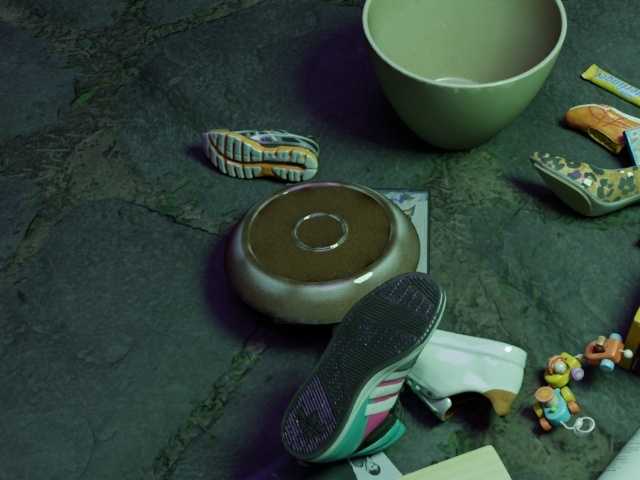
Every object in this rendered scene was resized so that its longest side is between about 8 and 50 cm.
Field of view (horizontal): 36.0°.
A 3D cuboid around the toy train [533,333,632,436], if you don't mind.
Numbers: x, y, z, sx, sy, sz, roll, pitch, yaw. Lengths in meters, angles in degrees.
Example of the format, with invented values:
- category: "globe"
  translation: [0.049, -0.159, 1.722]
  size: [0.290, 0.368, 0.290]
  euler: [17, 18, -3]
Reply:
- category: "toy train"
  translation: [0.363, 0.196, 1.403]
  size: [0.125, 0.046, 0.166]
  euler: [-8, 42, 50]

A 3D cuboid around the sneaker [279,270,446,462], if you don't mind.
- category: "sneaker"
  translation: [0.082, 0.185, 1.346]
  size: [0.124, 0.178, 0.295]
  euler: [40, 90, 27]

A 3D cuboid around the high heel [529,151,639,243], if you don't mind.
- category: "high heel"
  translation: [0.490, -0.123, 1.623]
  size: [0.261, 0.093, 0.186]
  euler: [32, 77, 7]

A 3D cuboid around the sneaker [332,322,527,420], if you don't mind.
- category: "sneaker"
  translation: [0.142, 0.188, 1.423]
  size: [0.290, 0.106, 0.123]
  euler: [9, 77, 23]

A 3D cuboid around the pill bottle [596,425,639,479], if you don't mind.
- category: "pill bottle"
  translation: [0.469, 0.299, 1.305]
  size: [0.131, 0.131, 0.229]
  euler: [36, 63, 26]

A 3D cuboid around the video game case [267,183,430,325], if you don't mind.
- category: "video game case"
  translation: [0.052, 0.021, 1.589]
  size: [0.248, 0.035, 0.275]
  euler: [2, 51, 5]

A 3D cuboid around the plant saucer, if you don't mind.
- category: "plant saucer"
  translation: [0.000, 0.000, 1.533]
  size: [0.310, 0.050, 0.311]
  euler: [-4, 44, 3]

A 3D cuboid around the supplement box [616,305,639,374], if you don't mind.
- category: "supplement box"
  translation: [0.568, 0.121, 1.435]
  size: [0.194, 0.129, 0.191]
  euler: [24, 58, 20]

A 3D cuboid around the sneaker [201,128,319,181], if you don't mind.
- category: "sneaker"
  translation: [-0.102, -0.158, 1.717]
  size: [0.214, 0.084, 0.083]
  euler: [13, 41, 8]

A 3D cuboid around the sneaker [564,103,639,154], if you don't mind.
- category: "sneaker"
  translation: [0.508, -0.189, 1.715]
  size: [0.175, 0.064, 0.067]
  euler: [20, 64, 20]

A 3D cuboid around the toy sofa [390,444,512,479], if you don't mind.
- category: "toy sofa"
  translation: [0.154, 0.407, 1.096]
  size: [0.150, 0.362, 0.177]
  euler: [-17, 48, -10]

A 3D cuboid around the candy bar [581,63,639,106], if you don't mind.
- category: "candy bar"
  translation: [0.557, -0.276, 1.805]
  size: [0.161, 0.018, 0.040]
  euler: [35, 62, 26]

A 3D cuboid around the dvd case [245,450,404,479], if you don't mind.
- category: "dvd case"
  translation: [0.037, 0.366, 1.339]
  size: [0.179, 0.029, 0.239]
  euler: [-31, 58, -20]

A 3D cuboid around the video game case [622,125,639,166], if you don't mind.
- category: "video game case"
  translation: [0.608, -0.151, 1.675]
  size: [0.166, 0.015, 0.119]
  euler: [-16, 84, -9]

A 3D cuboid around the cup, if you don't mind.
- category: "cup"
  translation: [0.239, -0.297, 1.699]
  size: [0.331, 0.237, 0.331]
  euler: [-2, 53, 2]
